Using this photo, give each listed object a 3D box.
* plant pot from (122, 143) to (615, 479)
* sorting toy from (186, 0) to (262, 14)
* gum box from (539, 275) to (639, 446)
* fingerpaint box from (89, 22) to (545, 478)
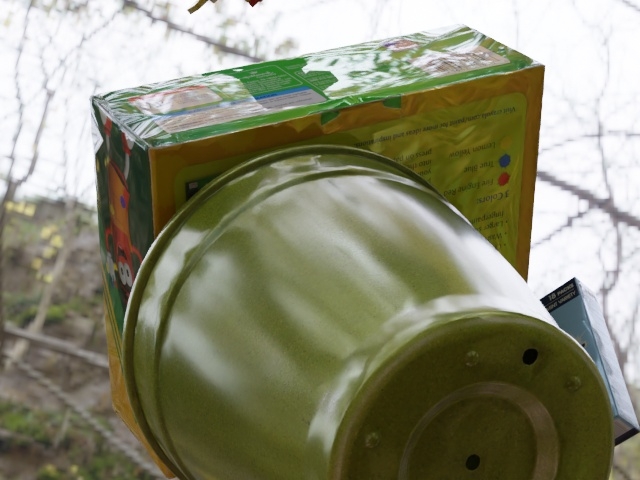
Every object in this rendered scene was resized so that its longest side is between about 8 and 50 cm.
[{"bbox_3d":[0.054,0.130,1.208,0.366,0.353,0.366,-5,-75,-20],"label":"plant pot"},{"bbox_3d":[-0.048,-0.310,1.591,0.046,0.132,0.274,48,-36,-13],"label":"sorting toy"},{"bbox_3d":[0.219,0.148,1.426,0.157,0.184,0.041,-36,-53,25],"label":"gum box"},{"bbox_3d":[0.000,0.000,1.514,0.445,0.163,0.371,-15,-59,-26],"label":"fingerpaint box"}]
